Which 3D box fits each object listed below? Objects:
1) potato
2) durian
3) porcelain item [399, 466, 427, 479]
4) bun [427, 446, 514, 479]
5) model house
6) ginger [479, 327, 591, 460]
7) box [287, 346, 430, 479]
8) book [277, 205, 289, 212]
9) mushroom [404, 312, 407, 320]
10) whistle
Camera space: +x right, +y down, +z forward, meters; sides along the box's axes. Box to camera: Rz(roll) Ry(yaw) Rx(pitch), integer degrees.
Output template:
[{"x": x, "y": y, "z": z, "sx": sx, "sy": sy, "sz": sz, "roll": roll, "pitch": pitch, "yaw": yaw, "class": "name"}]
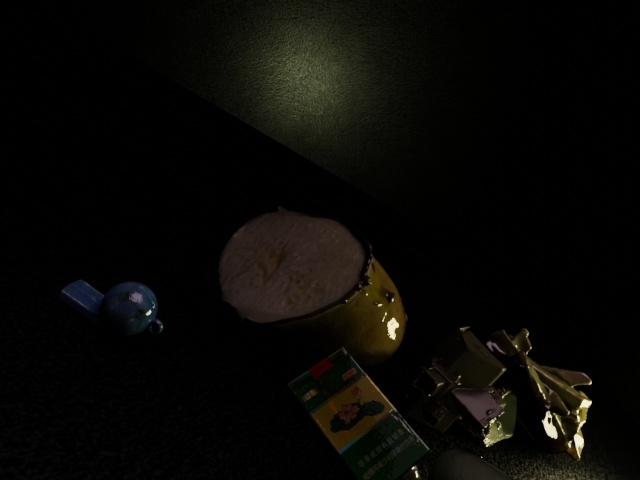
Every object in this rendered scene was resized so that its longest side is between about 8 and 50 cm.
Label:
[{"x": -0.008, "y": 0.137, "z": 1.098, "sx": 0.398, "sy": 0.289, "sz": 0.295, "roll": 4, "pitch": -39, "yaw": 34, "class": "potato"}, {"x": 0.437, "y": 0.444, "z": 1.273, "sx": 0.252, "sy": 0.145, "sz": 0.139, "roll": 20, "pitch": 45, "yaw": -57, "class": "durian"}, {"x": 0.134, "y": 0.387, "z": 0.895, "sx": 0.215, "sy": 0.069, "sz": 0.081, "roll": 48, "pitch": 15, "yaw": 20, "class": "porcelain item"}, {"x": 0.271, "y": 0.465, "z": 0.748, "sx": 0.293, "sy": 0.187, "sz": 0.293, "roll": 40, "pitch": -9, "yaw": 8, "class": "bun"}, {"x": 0.292, "y": 0.326, "z": 1.095, "sx": 0.204, "sy": 0.211, "sz": 0.243, "roll": 45, "pitch": 16, "yaw": 32, "class": "model house"}, {"x": 0.633, "y": 0.399, "z": 1.428, "sx": 0.413, "sy": 0.211, "sz": 0.358, "roll": 59, "pitch": 0, "yaw": -28, "class": "ginger"}, {"x": 0.061, "y": 0.309, "z": 0.864, "sx": 0.132, "sy": 0.034, "sz": 0.235, "roll": -30, "pitch": 58, "yaw": -24, "class": "box"}, {"x": 0.000, "y": 0.000, "z": 1.735, "sx": 0.323, "sy": 0.018, "sz": 0.228, "roll": 28, "pitch": 19, "yaw": -26, "class": "book"}, {"x": 0.187, "y": 0.212, "z": 1.419, "sx": 0.130, "sy": 0.073, "sz": 0.088, "roll": 12, "pitch": -54, "yaw": 57, "class": "mushroom"}, {"x": -0.307, "y": 0.093, "z": 0.761, "sx": 0.158, "sy": 0.090, "sz": 0.090, "roll": 36, "pitch": 17, "yaw": -3, "class": "whistle"}]
